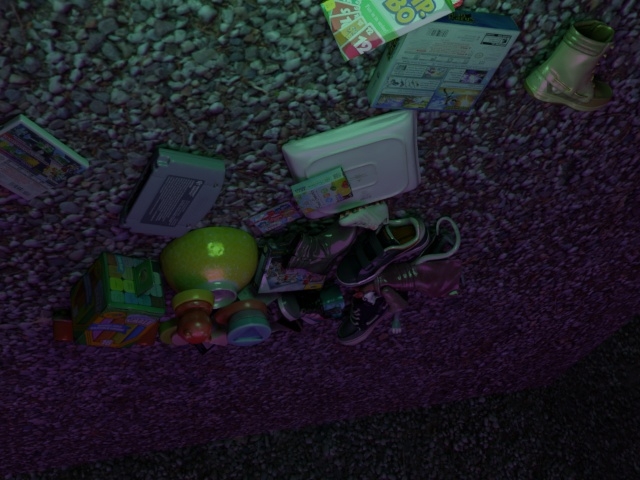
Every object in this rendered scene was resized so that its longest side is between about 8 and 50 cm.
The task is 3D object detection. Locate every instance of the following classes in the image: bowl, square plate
[{"bbox_3d":[-0.311,0.104,1.946,0.289,0.156,0.289,-12,149,-7],"label":"bowl"},{"bbox_3d":[0.099,-0.183,1.776,0.347,0.049,0.344,-16,148,1],"label":"square plate"}]

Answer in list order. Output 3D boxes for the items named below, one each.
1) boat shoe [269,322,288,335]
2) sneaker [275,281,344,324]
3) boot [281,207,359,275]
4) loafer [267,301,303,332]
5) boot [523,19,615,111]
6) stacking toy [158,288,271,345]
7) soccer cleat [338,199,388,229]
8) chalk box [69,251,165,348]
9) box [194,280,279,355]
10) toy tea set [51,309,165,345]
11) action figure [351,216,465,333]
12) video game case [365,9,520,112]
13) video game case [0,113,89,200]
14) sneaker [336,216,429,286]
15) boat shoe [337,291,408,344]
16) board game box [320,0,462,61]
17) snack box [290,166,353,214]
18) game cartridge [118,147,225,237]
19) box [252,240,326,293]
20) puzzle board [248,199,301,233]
[{"bbox_3d":[-0.146,0.322,2.470,0.125,0.046,0.038,-18,149,8],"label":"boat shoe"},{"bbox_3d":[-0.013,0.209,2.265,0.178,0.124,0.295,-24,159,21],"label":"sneaker"},{"bbox_3d":[0.000,0.000,1.936,0.161,0.083,0.247,13,119,-39],"label":"boot"},{"bbox_3d":[-0.139,0.251,2.322,0.096,0.084,0.267,-28,147,24],"label":"loafer"},{"bbox_3d":[0.645,-0.418,1.610,0.261,0.095,0.203,5,142,-23],"label":"boot"},{"bbox_3d":[-0.310,0.276,1.938,0.308,0.130,0.279,12,139,-35],"label":"stacking toy"},{"bbox_3d":[0.130,-0.061,1.891,0.068,0.076,0.196,-13,-175,45],"label":"soccer cleat"},{"bbox_3d":[-0.562,0.159,1.898,0.179,0.180,0.289,13,137,-39],"label":"chalk box"},{"bbox_3d":[-0.282,0.244,2.176,0.290,0.087,0.169,-40,175,34],"label":"box"},{"bbox_3d":[-0.664,0.259,2.112,0.336,0.124,0.200,11,169,-42],"label":"toy tea set"},{"bbox_3d":[0.280,0.121,2.152,0.370,0.248,0.276,-15,148,-7],"label":"action figure"},{"bbox_3d":[0.266,-0.397,1.499,0.269,0.061,0.244,-1,145,-22],"label":"video game case"},{"bbox_3d":[-0.649,-0.177,1.474,0.183,0.023,0.201,-25,147,15],"label":"video game case"},{"bbox_3d":[0.178,0.023,2.071,0.321,0.126,0.127,-31,151,5],"label":"sneaker"},{"bbox_3d":[0.145,0.253,2.439,0.158,0.127,0.340,25,123,-38],"label":"boat shoe"},{"bbox_3d":[0.141,-0.462,1.313,0.259,0.039,0.124,-24,116,8],"label":"board game box"},{"bbox_3d":[0.005,-0.127,1.739,0.141,0.037,0.100,-20,148,7],"label":"snack box"},{"bbox_3d":[-0.363,-0.112,1.678,0.196,0.060,0.294,12,140,-32],"label":"game cartridge"},{"bbox_3d":[-0.078,0.077,2.037,0.233,0.044,0.159,-2,124,-34],"label":"box"},{"bbox_3d":[-0.127,-0.063,1.900,0.128,0.011,0.096,-22,148,11],"label":"puzzle board"}]
